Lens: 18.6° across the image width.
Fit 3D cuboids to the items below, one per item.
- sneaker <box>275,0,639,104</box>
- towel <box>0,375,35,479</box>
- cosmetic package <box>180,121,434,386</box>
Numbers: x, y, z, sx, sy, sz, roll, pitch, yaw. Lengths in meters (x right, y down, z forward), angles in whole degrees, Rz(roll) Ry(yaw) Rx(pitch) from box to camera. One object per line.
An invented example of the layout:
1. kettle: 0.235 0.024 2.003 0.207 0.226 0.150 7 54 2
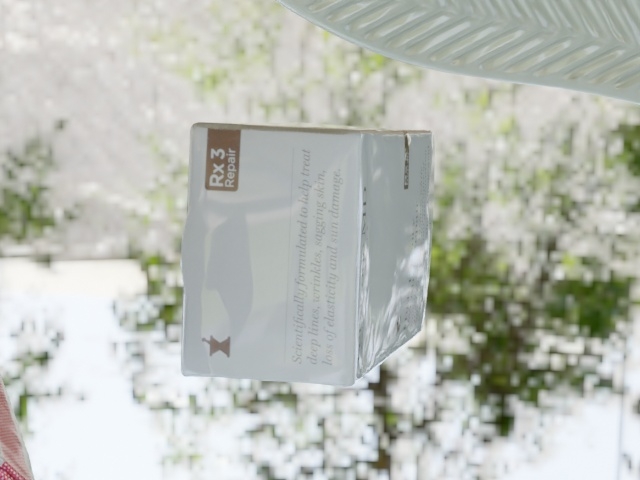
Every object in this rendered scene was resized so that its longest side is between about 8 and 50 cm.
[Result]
1. sneaker: 0.091 -0.133 0.665 0.350 0.131 0.148 20 -143 -19
2. towel: -0.186 0.018 0.758 0.029 0.197 0.144 -38 -150 3
3. cosmetic package: 0.000 0.000 0.956 0.085 0.117 0.231 3 -175 9
